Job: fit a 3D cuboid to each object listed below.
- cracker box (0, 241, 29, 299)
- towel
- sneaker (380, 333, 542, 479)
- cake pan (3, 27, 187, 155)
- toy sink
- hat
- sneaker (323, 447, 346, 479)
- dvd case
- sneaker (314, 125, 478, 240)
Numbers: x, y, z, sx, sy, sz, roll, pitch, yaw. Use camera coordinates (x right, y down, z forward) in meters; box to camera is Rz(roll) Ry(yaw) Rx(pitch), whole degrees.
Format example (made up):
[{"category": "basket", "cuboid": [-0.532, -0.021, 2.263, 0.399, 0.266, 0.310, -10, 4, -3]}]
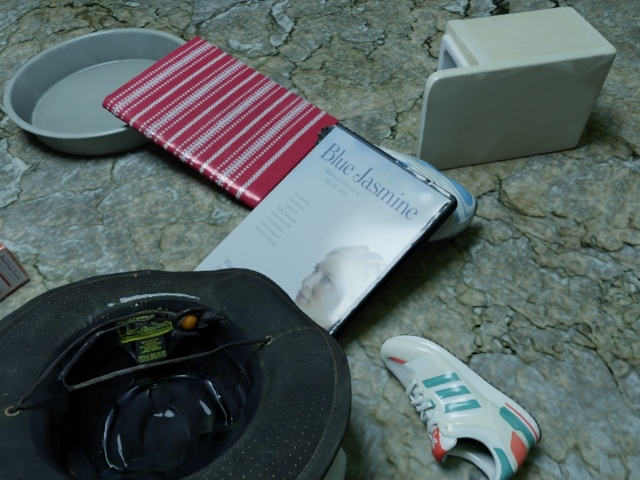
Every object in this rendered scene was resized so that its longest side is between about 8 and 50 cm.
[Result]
[{"category": "cracker box", "cuboid": [-0.473, 0.060, 0.567, 0.156, 0.067, 0.232, 30, 57, 24]}, {"category": "towel", "cuboid": [-0.131, -0.170, 0.728, 0.275, 0.031, 0.199, 34, 58, 11]}, {"category": "sneaker", "cuboid": [0.111, 0.151, 0.471, 0.161, 0.057, 0.075, 34, 54, 23]}, {"category": "cake pan", "cuboid": [-0.329, -0.235, 0.816, 0.293, 0.054, 0.293, -1, 50, 2]}, {"category": "toy sink", "cuboid": [0.230, -0.204, 0.702, 0.234, 0.152, 0.131, -11, 50, -5]}, {"category": "hat", "cuboid": [-0.135, 0.150, 0.426, 0.332, 0.133, 0.331, 1, 27, 0]}, {"category": "sneaker", "cuboid": [0.015, 0.269, 0.355, 0.153, 0.094, 0.235, 16, 53, 14]}, {"category": "dvd case", "cuboid": [0.000, 0.000, 0.574, 0.253, 0.022, 0.180, -46, 60, -8]}, {"category": "sneaker", "cuboid": [0.086, -0.076, 0.656, 0.237, 0.085, 0.086, 37, 36, 30]}]
